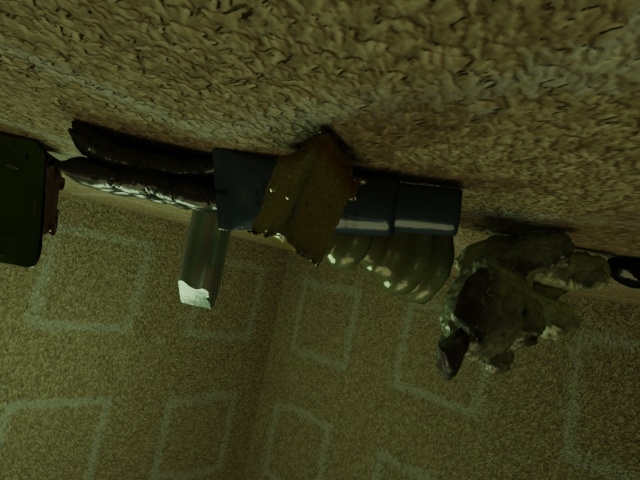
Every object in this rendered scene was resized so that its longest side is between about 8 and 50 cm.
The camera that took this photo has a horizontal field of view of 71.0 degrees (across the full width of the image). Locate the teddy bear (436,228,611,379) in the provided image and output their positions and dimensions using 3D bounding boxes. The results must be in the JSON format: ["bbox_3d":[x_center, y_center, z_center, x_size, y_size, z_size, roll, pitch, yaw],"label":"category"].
[{"bbox_3d":[0.383,0.139,0.829,0.375,0.328,0.362,20,-157,0],"label":"teddy bear"}]

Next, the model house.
[{"bbox_3d":[-0.718,-0.111,1.045,0.206,0.294,0.154,13,-165,-8],"label":"model house"}]

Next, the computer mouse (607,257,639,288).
[{"bbox_3d":[0.681,0.076,0.953,0.172,0.057,0.099,12,179,-19],"label":"computer mouse"}]

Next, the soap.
[{"bbox_3d":[-0.392,0.052,1.535,0.114,0.348,0.208,10,176,-1],"label":"soap"}]

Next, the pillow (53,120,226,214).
[{"bbox_3d":[-0.273,-0.111,0.830,0.325,0.101,0.228,13,178,-7],"label":"pillow"}]

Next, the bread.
[{"bbox_3d":[-0.025,-0.061,0.563,0.127,0.147,0.152,23,171,11],"label":"bread"}]

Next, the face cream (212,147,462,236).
[{"bbox_3d":[0.013,-0.061,0.685,0.384,0.136,0.086,7,-158,14],"label":"face cream"}]

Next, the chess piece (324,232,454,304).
[{"bbox_3d":[0.083,-0.001,0.902,0.330,0.183,0.182,19,173,-18],"label":"chess piece"}]
